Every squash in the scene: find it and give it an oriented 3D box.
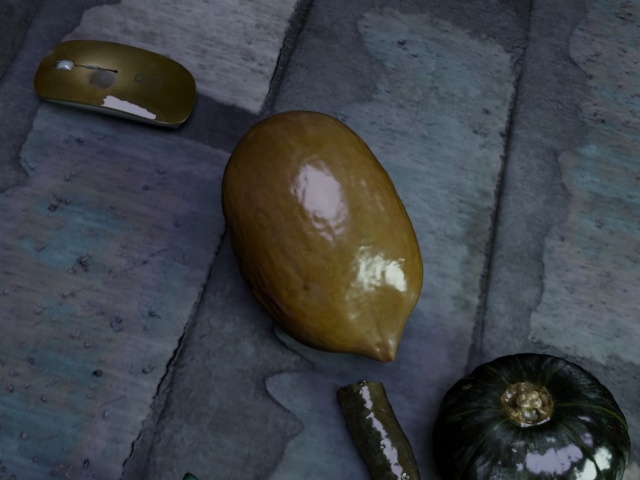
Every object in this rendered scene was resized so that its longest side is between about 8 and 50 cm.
[{"bbox_3d":[0.213,0.206,0.703,0.193,0.156,0.193,2,24,-1],"label":"squash"}]

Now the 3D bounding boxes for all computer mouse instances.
[{"bbox_3d":[-0.257,-0.200,0.859,0.199,0.045,0.102,13,62,-6],"label":"computer mouse"}]

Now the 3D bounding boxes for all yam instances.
[{"bbox_3d":[0.082,0.268,0.709,0.061,0.061,0.253,-13,69,-16],"label":"yam"}]

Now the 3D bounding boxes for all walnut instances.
[{"bbox_3d":[0.000,0.000,0.739,0.203,0.203,0.298,-19,75,-18],"label":"walnut"}]

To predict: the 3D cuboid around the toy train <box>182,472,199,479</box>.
[{"bbox_3d":[-0.130,0.351,0.594,0.304,0.150,0.221,42,55,11],"label":"toy train"}]
